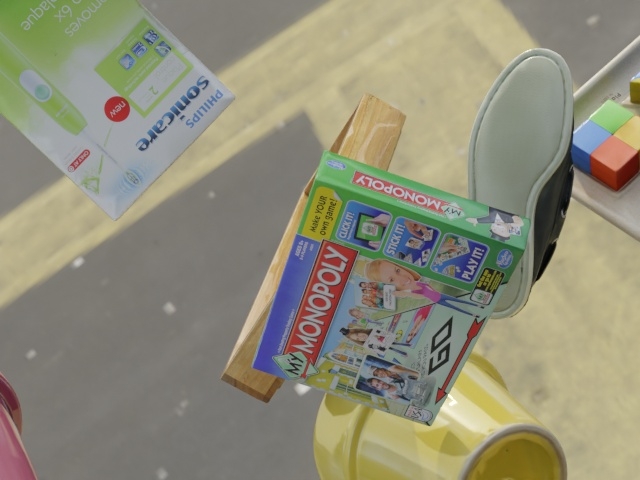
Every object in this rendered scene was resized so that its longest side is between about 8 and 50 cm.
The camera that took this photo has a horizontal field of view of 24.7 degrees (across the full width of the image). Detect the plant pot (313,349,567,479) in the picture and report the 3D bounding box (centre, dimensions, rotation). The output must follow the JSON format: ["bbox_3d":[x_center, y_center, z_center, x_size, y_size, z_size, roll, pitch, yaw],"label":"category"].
[{"bbox_3d":[0.156,0.258,1.738,0.254,0.254,0.239,-43,30,-14],"label":"plant pot"}]

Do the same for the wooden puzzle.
[{"bbox_3d":[0.505,-0.138,2.008,0.322,0.080,0.348,-41,60,-18],"label":"wooden puzzle"}]

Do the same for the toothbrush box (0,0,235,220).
[{"bbox_3d":[-0.270,-0.195,1.722,0.206,0.283,0.122,-45,8,1],"label":"toothbrush box"}]

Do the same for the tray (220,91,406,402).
[{"bbox_3d":[0.000,0.000,1.863,0.203,0.076,0.411,-57,6,38],"label":"tray"}]

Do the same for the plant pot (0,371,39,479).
[{"bbox_3d":[-0.285,0.189,1.048,0.201,0.201,0.180,-41,53,-11],"label":"plant pot"}]

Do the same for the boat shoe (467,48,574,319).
[{"bbox_3d":[0.259,-0.068,1.846,0.127,0.113,0.340,6,91,24],"label":"boat shoe"}]

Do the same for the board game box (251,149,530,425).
[{"bbox_3d":[0.063,0.060,1.508,0.317,0.213,0.046,109,178,-48],"label":"board game box"}]
